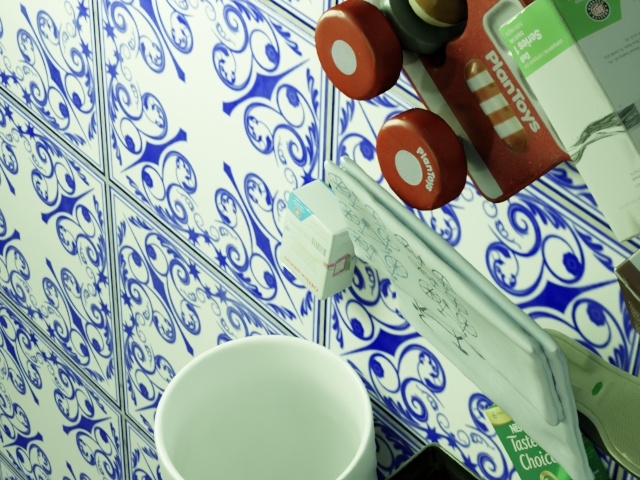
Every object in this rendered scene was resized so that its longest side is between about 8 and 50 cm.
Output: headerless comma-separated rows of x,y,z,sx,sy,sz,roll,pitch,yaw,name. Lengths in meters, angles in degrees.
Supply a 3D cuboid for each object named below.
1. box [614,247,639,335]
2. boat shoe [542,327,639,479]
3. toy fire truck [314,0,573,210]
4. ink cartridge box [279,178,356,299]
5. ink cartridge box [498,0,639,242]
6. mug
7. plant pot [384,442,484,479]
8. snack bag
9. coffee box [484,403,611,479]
0.363,0.056,1.402,0.168,0.167,0.203,52,-179,20,box
0.307,0.180,1.772,0.233,0.084,0.079,40,173,24,boat shoe
0.147,-0.185,1.621,0.302,0.169,0.254,60,148,4,toy fire truck
0.000,0.000,2.099,0.088,0.052,0.122,45,144,28,ink cartridge box
0.281,-0.129,1.467,0.219,0.160,0.092,62,151,3,ink cartridge box
-0.063,0.367,2.200,0.328,0.276,0.374,85,-174,-47,mug
0.142,0.399,2.084,0.187,0.188,0.167,36,152,37,plant pot
0.146,0.090,1.757,0.323,0.037,0.342,43,168,30,snack bag
0.265,0.253,1.906,0.113,0.040,0.184,-27,90,59,coffee box
